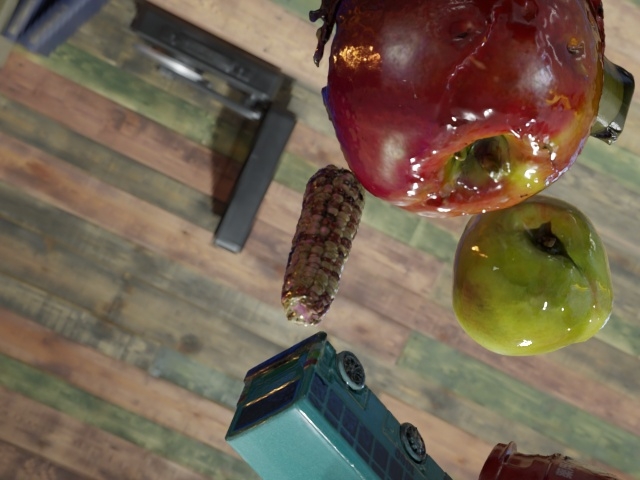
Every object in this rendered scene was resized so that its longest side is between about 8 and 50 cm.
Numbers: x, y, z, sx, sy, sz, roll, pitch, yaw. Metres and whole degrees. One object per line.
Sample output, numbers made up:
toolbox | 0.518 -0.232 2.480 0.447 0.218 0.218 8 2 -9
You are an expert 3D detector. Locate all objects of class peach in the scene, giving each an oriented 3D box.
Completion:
peach | 0.391 0.074 1.910 0.314 0.281 0.316 60 149 13
peach | 0.183 -0.235 1.262 0.339 0.353 0.417 54 -158 -45

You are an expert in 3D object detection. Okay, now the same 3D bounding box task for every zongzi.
zongzi | 0.385 -0.310 1.832 0.317 0.154 0.289 23 179 43

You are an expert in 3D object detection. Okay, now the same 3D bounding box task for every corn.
corn | 0.000 0.000 1.388 0.092 0.092 0.281 26 -135 -7

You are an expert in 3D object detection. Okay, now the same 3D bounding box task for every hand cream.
hand cream | 0.232 0.341 1.064 0.149 0.230 0.230 15 179 21

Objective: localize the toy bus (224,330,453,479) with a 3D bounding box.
toy bus | 0.025 0.244 1.096 0.256 0.128 0.147 50 -151 -17
